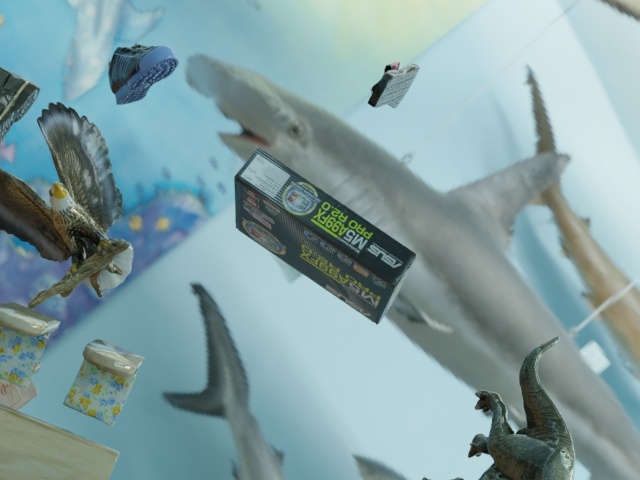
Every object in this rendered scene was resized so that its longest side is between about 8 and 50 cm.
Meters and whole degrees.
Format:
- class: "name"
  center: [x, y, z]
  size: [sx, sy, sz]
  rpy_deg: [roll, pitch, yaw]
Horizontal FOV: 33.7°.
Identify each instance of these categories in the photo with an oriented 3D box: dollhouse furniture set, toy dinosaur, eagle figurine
- class: "dollhouse furniture set"
  center: [-0.277, 0.149, 0.777]
  size: [0.242, 0.212, 0.161]
  rpy_deg: [23, -3, -4]
- class: "toy dinosaur"
  center: [0.204, 0.259, 1.119]
  size: [0.160, 0.313, 0.121]
  rpy_deg: [29, -7, 44]
- class: "eagle figurine"
  center: [-0.439, -0.058, 1.792]
  size: [0.298, 0.226, 0.225]
  rpy_deg: [52, -51, 26]

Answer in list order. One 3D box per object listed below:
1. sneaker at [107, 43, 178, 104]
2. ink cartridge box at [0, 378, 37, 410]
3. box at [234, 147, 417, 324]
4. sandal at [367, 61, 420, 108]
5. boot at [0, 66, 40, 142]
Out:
- class: "sneaker"
  center: [-0.332, -0.320, 1.913]
  size: [0.232, 0.081, 0.090]
  rpy_deg: [-22, -94, 56]
- class: "ink cartridge box"
  center: [-0.433, 0.152, 1.368]
  size: [0.224, 0.056, 0.181]
  rpy_deg: [-35, -101, 39]
- class: "box"
  center: [0.000, 0.000, 1.525]
  size: [0.270, 0.060, 0.216]
  rpy_deg: [35, -18, 7]
- class: "sandal"
  center: [0.090, -0.210, 1.400]
  size: [0.040, 0.067, 0.179]
  rpy_deg: [32, 17, 11]
- class: "boot"
  center: [-0.614, -0.239, 1.884]
  size: [0.137, 0.198, 0.077]
  rpy_deg: [34, -36, -2]
